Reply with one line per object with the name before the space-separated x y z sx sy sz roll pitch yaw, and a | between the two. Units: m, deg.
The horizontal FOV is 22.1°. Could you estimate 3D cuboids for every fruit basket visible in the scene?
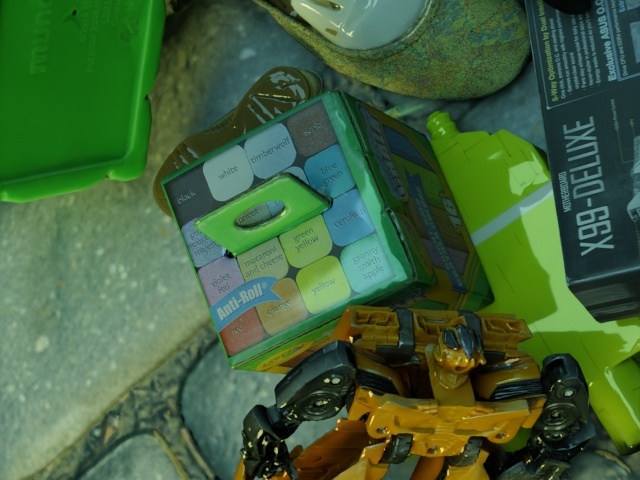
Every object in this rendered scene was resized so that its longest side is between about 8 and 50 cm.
fruit basket | -0.273 -0.229 1.177 0.392 0.283 0.392 13 109 40

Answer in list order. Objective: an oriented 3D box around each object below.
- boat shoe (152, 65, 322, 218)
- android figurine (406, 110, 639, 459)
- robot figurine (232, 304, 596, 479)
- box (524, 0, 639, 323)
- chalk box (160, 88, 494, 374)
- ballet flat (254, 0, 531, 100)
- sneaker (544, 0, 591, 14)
boat shoe | -0.060 -0.071 1.211 0.153 0.048 0.056 -45 80 19
android figurine | 0.116 0.041 1.105 0.248 0.056 0.272 -36 70 15
robot figurine | 0.040 0.138 0.994 0.291 0.211 0.085 111 157 -44
box | 0.257 -0.122 1.016 0.243 0.076 0.307 -15 63 20
chalk box | 0.000 0.000 1.012 0.132 0.213 0.132 -26 75 19
ballet flat | -0.014 -0.204 1.165 0.349 0.123 0.123 35 97 24
sneaker | 0.115 -0.219 1.005 0.330 0.130 0.147 -2 64 26
